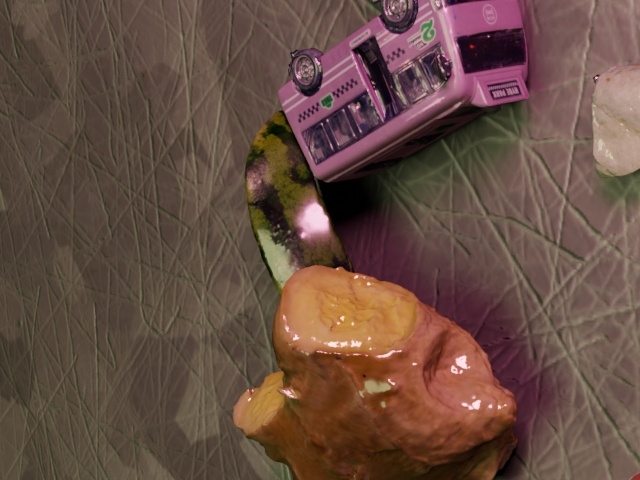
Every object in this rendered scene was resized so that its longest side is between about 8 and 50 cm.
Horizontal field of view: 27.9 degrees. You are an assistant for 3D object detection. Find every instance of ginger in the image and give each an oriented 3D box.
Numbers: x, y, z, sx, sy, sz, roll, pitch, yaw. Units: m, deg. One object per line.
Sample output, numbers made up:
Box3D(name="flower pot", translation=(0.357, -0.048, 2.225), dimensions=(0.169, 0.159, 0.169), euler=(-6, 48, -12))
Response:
Box3D(name="ginger", translation=(0.037, 0.152, 0.996), dimensions=(0.219, 0.123, 0.270), euler=(17, 134, 5))

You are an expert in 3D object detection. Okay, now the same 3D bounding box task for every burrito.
Box3D(name="burrito", translation=(0.227, -0.078, 0.833), dimensions=(0.118, 0.044, 0.074), euler=(4, 101, 49))

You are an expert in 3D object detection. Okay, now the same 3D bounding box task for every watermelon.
Box3D(name="watermelon", translation=(-0.005, 0.003, 1.057), dimensions=(0.063, 0.119, 0.245), euler=(-26, 82, 12))

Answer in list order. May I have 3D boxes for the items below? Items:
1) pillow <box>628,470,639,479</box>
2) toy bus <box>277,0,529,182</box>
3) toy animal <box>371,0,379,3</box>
Box3D(name="pillow", translation=(0.275, 0.176, 0.791), dimensions=(0.179, 0.075, 0.171), euler=(-55, 52, 24))
Box3D(name="toy bus", translation=(0.063, -0.120, 0.969), dimensions=(0.199, 0.096, 0.108), euler=(-27, 80, 49))
Box3D(name="toy animal", translation=(0.090, -0.252, 0.956), dimensions=(0.220, 0.062, 0.108), euler=(-61, 35, 35))
